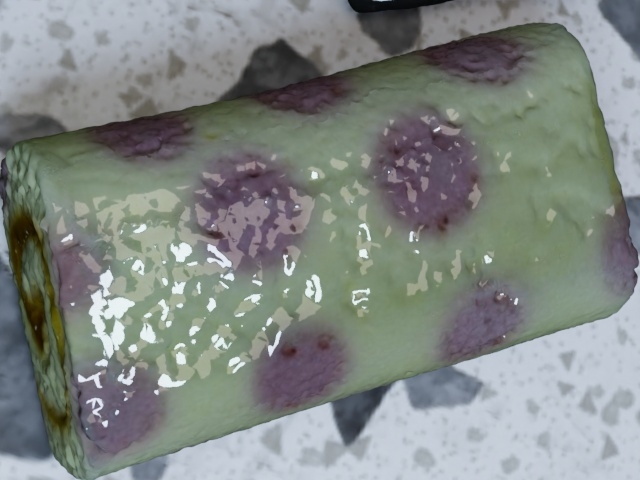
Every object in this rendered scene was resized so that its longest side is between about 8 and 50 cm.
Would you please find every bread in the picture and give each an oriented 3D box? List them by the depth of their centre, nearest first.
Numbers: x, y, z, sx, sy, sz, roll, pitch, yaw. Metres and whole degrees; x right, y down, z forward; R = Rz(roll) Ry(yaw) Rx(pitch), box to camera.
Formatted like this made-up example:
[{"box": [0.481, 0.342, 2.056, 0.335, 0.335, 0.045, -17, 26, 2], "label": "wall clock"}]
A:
[{"box": [0.000, 0.000, 1.059, 0.338, 0.155, 0.187, -15, 91, -21], "label": "bread"}]

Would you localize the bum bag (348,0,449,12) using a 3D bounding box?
[{"box": [0.142, -0.221, 1.188, 0.310, 0.074, 0.137, -7, 94, -19], "label": "bum bag"}]
